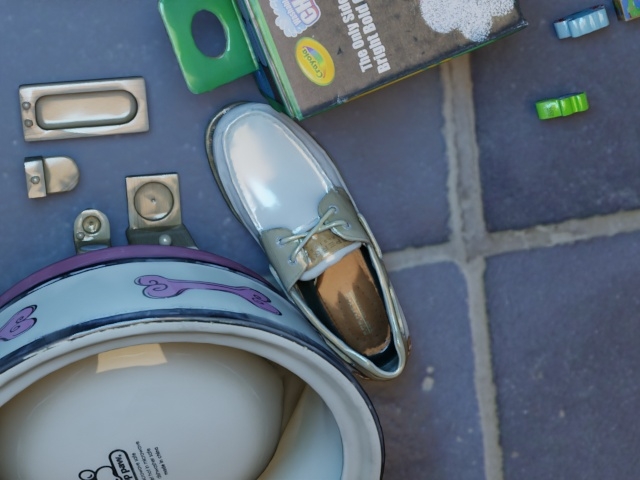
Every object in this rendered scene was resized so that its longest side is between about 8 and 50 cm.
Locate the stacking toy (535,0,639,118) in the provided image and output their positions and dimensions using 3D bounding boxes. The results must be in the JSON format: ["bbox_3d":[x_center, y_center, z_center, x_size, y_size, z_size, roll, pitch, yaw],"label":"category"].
[{"bbox_3d":[0.289,-0.227,1.360,0.221,0.052,0.167,-19,103,-5],"label":"stacking toy"}]

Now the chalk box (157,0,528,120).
[{"bbox_3d":[0.002,-0.223,1.234,0.289,0.179,0.180,-22,106,-5],"label":"chalk box"}]

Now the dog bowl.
[{"bbox_3d":[-0.157,0.179,1.236,0.408,0.150,0.408,-8,128,-10],"label":"dog bowl"}]

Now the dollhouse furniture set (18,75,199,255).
[{"bbox_3d":[-0.192,-0.064,1.252,0.144,0.123,0.151,-6,102,-11],"label":"dollhouse furniture set"}]

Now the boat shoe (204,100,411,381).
[{"bbox_3d":[0.000,0.000,1.315,0.113,0.103,0.302,-35,106,-3],"label":"boat shoe"}]
